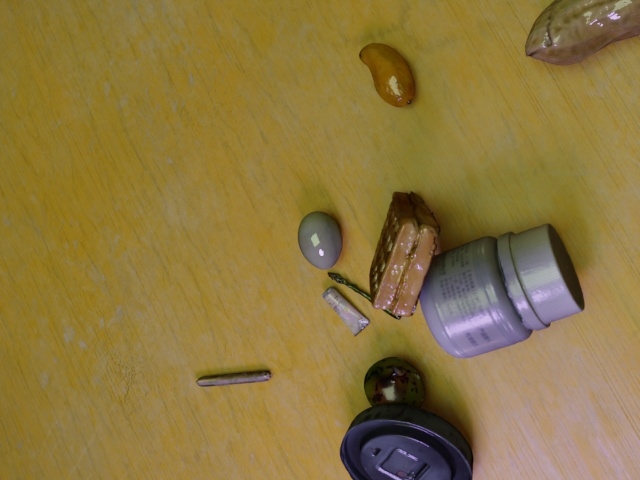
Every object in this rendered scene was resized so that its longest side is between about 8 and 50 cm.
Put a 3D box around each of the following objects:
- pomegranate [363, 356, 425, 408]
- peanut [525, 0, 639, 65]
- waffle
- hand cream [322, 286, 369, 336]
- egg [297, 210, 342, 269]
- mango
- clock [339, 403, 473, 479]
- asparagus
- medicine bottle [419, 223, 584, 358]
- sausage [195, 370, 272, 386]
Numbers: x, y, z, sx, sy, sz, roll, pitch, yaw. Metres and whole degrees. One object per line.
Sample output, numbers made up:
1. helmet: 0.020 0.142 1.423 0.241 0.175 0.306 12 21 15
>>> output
1. pomegranate: 0.170 0.390 1.765 0.156 0.156 0.220 31 112 21
2. peanut: 0.587 -0.473 1.474 0.340 0.158 0.174 -26 45 30
3. waffle: 0.183 0.020 1.626 0.098 0.328 0.224 17 106 -4
4. hand cream: 0.061 0.182 1.863 0.143 0.039 0.061 46 110 10
5. egg: 0.000 0.000 1.830 0.114 0.114 0.152 -15 93 27
6. mango: 0.168 -0.406 1.735 0.098 0.075 0.190 -35 72 19
7. clock: 0.209 0.527 1.722 0.324 0.067 0.325 11 127 14
8. asparagus: 0.111 0.139 1.841 0.232 0.023 0.022 31 63 21
9. medicine bottle: 0.395 0.109 1.571 0.306 0.245 0.245 -22 85 26
10. sausage: -0.250 0.395 2.035 0.269 0.033 0.033 -11 90 27
